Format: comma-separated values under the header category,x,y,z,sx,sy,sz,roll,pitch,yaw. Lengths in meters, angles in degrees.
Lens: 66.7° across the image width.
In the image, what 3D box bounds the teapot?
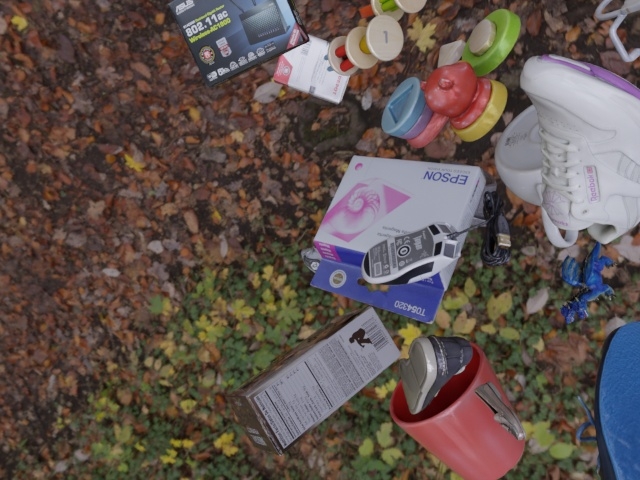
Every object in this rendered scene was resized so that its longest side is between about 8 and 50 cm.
category,x,y,z,sx,sy,sz,roll,pitch,yaw
teapot,0.480,-0.148,0.942,0.256,0.253,0.187,-40,119,13

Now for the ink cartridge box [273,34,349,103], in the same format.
category,x,y,z,sx,sy,sz,roll,pitch,yaw
ink cartridge box,-0.011,-0.329,0.929,0.135,0.056,0.099,19,100,-5

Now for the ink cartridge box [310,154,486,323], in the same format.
category,x,y,z,sx,sy,sz,roll,pitch,yaw
ink cartridge box,0.148,-0.023,1.056,0.324,0.330,0.071,13,161,38

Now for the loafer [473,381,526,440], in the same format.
category,x,y,z,sx,sy,sz,roll,pitch,yaw
loafer,0.338,0.326,0.922,0.039,0.125,0.045,-18,128,-6

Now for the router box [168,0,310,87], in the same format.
category,x,y,z,sx,sy,sz,roll,pitch,yaw
router box,-0.084,-0.230,0.513,0.122,0.038,0.092,-20,107,17

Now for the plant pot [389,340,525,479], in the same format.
category,x,y,z,sx,sy,sz,roll,pitch,yaw
plant pot,0.345,0.428,1.186,0.274,0.275,0.243,-32,101,36

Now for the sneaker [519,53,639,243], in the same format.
category,x,y,z,sx,sy,sz,roll,pitch,yaw
sneaker,0.315,-0.090,0.568,0.305,0.114,0.152,30,109,-31

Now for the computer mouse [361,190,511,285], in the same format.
category,x,y,z,sx,sy,sz,roll,pitch,yaw
computer mouse,0.143,0.012,0.613,0.192,0.106,0.042,-21,134,25

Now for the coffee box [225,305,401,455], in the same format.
category,x,y,z,sx,sy,sz,roll,pitch,yaw
coffee box,-0.015,0.261,0.935,0.119,0.297,0.168,58,152,2

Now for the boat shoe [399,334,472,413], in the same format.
category,x,y,z,sx,sy,sz,roll,pitch,yaw
boat shoe,0.146,0.174,0.631,0.064,0.075,0.206,-10,150,-5

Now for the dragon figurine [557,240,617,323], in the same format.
category,x,y,z,sx,sy,sz,roll,pitch,yaw
dragon figurine,0.716,0.084,1.313,0.143,0.290,0.085,12,170,-27

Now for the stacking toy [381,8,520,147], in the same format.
category,x,y,z,sx,sy,sz,roll,pitch,yaw
stacking toy,0.243,-0.341,0.991,0.130,0.280,0.309,22,173,-22

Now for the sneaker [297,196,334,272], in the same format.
category,x,y,z,sx,sy,sz,roll,pitch,yaw
sneaker,0.000,0.000,1.313,0.132,0.086,0.229,-6,88,5

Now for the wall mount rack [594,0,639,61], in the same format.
category,x,y,z,sx,sy,sz,roll,pitch,yaw
wall mount rack,0.733,-0.490,0.919,0.130,0.304,0.350,44,171,-20

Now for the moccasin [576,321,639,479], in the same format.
category,x,y,z,sx,sy,sz,roll,pitch,yaw
moccasin,0.369,0.269,0.570,0.137,0.342,0.117,8,155,14

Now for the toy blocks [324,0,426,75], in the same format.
category,x,y,z,sx,sy,sz,roll,pitch,yaw
toy blocks,0.062,-0.281,0.647,0.054,0.123,0.148,30,173,-26

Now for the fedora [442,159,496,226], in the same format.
category,x,y,z,sx,sy,sz,roll,pitch,yaw
fedora,0.370,-0.142,1.302,0.243,0.275,0.125,12,111,-9
